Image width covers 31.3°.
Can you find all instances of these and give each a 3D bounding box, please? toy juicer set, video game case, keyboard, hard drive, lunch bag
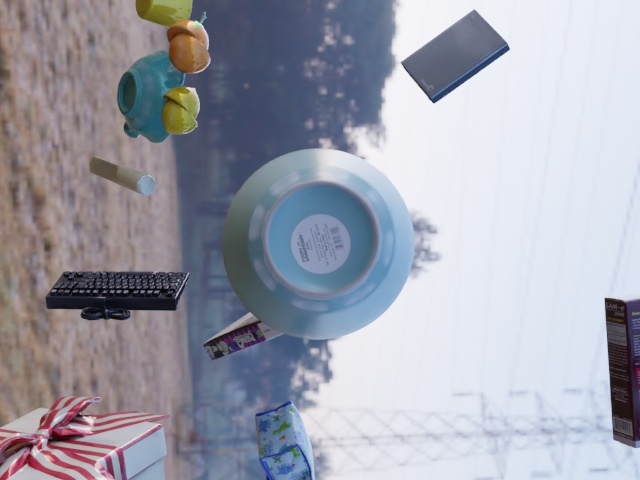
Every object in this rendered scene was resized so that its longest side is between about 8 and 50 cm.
[{"bbox_3d":[-0.223,-0.186,1.619,0.209,0.090,0.329,49,-54,43],"label":"toy juicer set"},{"bbox_3d":[-0.069,0.127,2.056,0.210,0.232,0.041,-25,-84,44],"label":"video game case"},{"bbox_3d":[-0.271,0.069,1.503,0.108,0.180,0.023,-74,160,-54],"label":"keyboard"},{"bbox_3d":[0.194,-0.266,1.653,0.094,0.135,0.022,57,4,39],"label":"hard drive"},{"bbox_3d":[-0.055,0.387,2.032,0.128,0.096,0.151,-101,167,-57],"label":"lunch bag"}]

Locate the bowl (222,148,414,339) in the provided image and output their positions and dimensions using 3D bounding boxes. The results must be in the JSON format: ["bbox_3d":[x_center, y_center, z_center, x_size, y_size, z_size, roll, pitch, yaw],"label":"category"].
[{"bbox_3d":[0.000,0.000,1.768,0.163,0.312,0.311,123,-35,-85],"label":"bowl"}]

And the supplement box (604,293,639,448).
[{"bbox_3d":[0.540,0.206,1.852,0.073,0.130,0.239,-172,-102,-73],"label":"supplement box"}]

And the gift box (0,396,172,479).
[{"bbox_3d":[-0.329,0.355,1.506,0.255,0.276,0.258,-31,117,-62],"label":"gift box"}]
